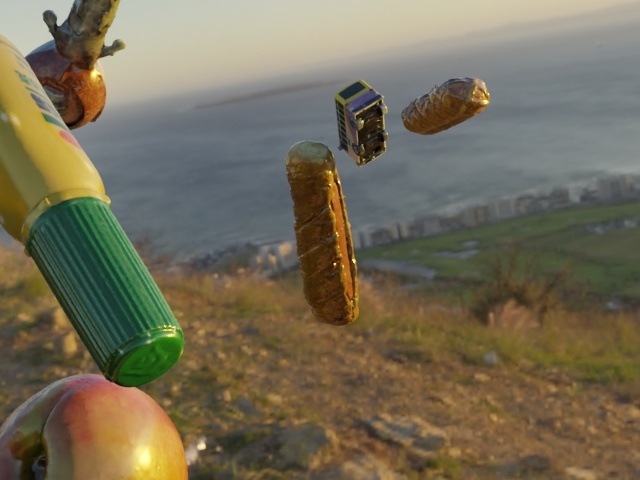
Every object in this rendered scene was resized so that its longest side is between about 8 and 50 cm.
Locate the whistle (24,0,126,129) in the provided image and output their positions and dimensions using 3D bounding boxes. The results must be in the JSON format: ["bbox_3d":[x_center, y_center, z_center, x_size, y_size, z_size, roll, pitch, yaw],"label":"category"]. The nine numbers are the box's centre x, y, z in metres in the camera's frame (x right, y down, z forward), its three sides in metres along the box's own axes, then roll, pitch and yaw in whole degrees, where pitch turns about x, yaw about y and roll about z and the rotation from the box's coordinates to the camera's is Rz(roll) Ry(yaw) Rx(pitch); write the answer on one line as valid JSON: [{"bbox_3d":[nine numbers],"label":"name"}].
[{"bbox_3d":[-0.383,-0.282,1.531,0.346,0.142,0.133,-49,5,44],"label":"whistle"}]

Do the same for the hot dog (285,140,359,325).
[{"bbox_3d":[0.000,-0.002,1.342,0.088,0.285,0.061,8,34,34],"label":"hot dog"}]

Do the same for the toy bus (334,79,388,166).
[{"bbox_3d":[0.050,-0.149,1.260,0.052,0.102,0.058,-32,57,-17],"label":"toy bus"}]

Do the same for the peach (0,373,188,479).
[{"bbox_3d":[-0.343,0.364,1.502,0.308,0.307,0.332,-3,-22,33],"label":"peach"}]

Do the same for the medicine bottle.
[{"bbox_3d":[-0.158,-0.025,0.574,0.064,0.095,0.260,-31,60,-11],"label":"medicine bottle"}]

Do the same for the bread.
[{"bbox_3d":[0.134,-0.145,1.074,0.052,0.044,0.157,0,-3,-15],"label":"bread"}]
